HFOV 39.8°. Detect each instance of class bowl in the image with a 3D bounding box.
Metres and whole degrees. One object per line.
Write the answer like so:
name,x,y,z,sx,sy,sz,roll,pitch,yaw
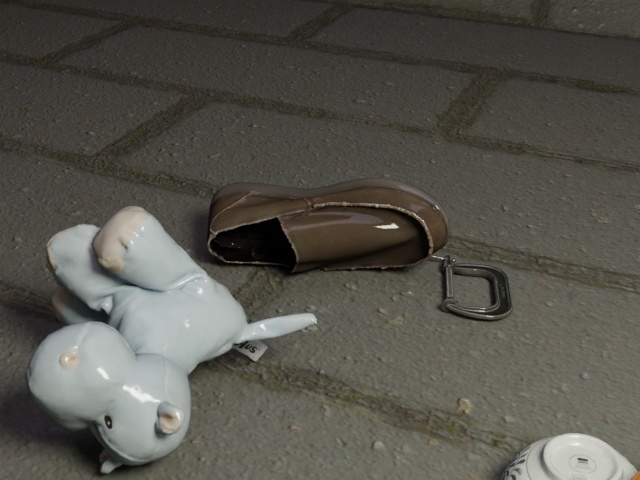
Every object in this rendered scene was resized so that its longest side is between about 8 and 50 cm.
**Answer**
bowl,0.251,0.243,0.865,0.170,0.080,0.170,0,29,0

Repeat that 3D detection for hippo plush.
hippo plush,-0.209,0.139,0.980,0.294,0.234,0.236,36,46,-20

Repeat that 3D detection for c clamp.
c clamp,0.199,0.065,1.239,0.137,0.022,0.160,5,28,-2

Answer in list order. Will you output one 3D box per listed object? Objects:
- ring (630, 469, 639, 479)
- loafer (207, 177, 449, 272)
ring,0.404,0.265,0.692,0.337,0.032,0.336,1,29,0
loafer,0.000,0.000,1.260,0.366,0.134,0.130,0,38,20
